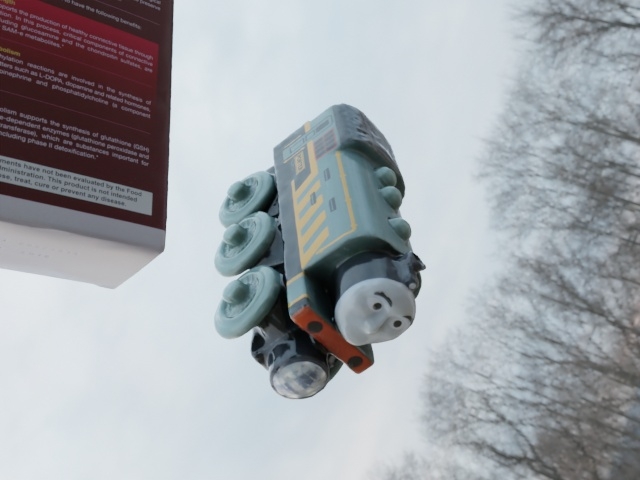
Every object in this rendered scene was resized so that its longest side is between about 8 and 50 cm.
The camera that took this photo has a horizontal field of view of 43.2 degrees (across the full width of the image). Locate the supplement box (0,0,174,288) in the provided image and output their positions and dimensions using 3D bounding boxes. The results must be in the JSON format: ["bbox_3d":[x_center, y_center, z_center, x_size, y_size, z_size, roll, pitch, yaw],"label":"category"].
[{"bbox_3d":[-0.157,-0.103,0.459,0.130,0.073,0.239,14,-118,-33],"label":"supplement box"}]

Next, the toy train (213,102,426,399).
[{"bbox_3d":[0.000,0.000,0.795,0.142,0.190,0.333,43,-159,-28],"label":"toy train"}]
